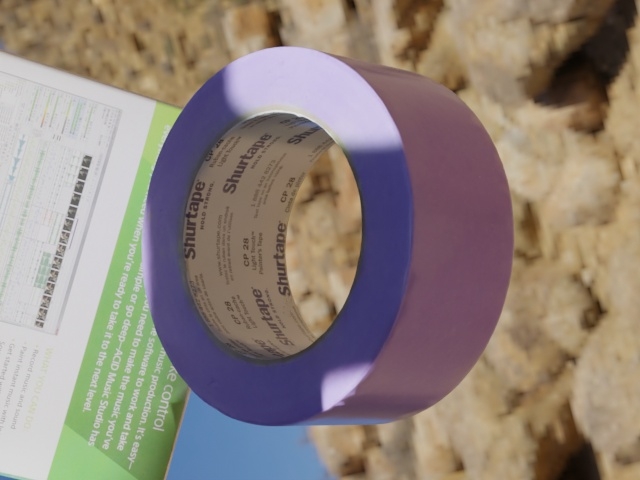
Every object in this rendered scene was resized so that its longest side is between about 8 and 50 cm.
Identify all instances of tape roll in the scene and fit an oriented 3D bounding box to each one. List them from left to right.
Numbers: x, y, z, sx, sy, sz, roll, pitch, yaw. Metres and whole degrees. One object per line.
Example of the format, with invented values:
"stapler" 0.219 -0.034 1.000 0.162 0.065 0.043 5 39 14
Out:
"tape roll" 0.000 0.000 0.878 0.080 0.189 0.189 6 -115 -46

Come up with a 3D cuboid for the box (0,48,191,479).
"box" -0.211 0.004 0.967 0.058 0.322 0.232 12 85 68
